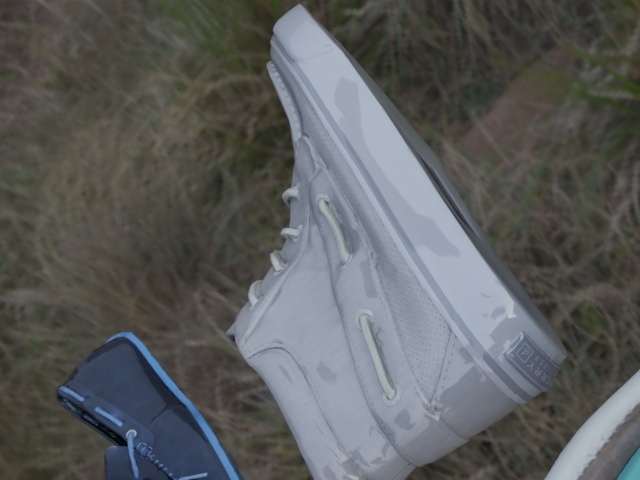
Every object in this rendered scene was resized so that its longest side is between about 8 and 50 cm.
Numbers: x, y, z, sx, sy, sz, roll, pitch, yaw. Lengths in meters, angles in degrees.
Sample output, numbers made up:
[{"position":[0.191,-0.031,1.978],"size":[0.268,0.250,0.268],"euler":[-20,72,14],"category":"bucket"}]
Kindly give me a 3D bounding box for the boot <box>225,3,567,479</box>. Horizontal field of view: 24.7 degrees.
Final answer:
[{"position":[0.000,0.000,0.663],"size":[0.123,0.095,0.258],"euler":[-38,43,10],"category":"boot"}]

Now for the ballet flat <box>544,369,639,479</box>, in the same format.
[{"position":[0.175,0.051,0.465],"size":[0.139,0.139,0.400],"euler":[25,49,39],"category":"ballet flat"}]

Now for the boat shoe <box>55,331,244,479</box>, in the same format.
[{"position":[-0.119,0.172,1.094],"size":[0.089,0.109,0.258],"euler":[-33,35,-14],"category":"boat shoe"}]
